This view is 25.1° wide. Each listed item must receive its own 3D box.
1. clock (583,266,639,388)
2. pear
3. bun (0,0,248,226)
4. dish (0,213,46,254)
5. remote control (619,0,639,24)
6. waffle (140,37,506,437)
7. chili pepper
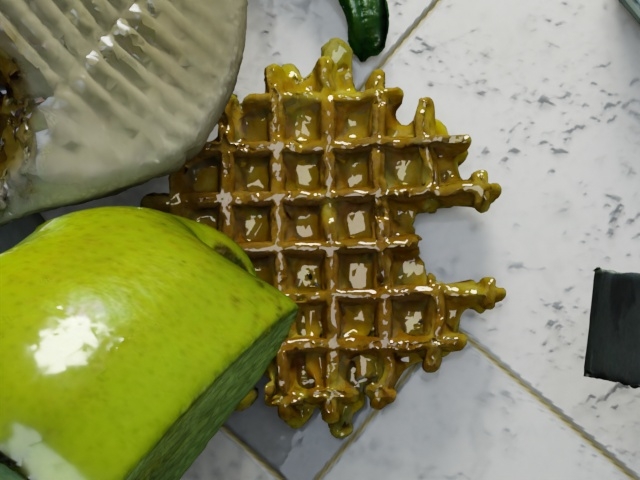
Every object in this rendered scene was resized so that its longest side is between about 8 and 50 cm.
[{"bbox_3d":[0.293,0.076,0.770,0.313,0.312,0.061,12,87,6],"label":"clock"},{"bbox_3d":[-0.135,0.075,0.797,0.159,0.292,0.292,41,85,8],"label":"pear"},{"bbox_3d":[-0.186,-0.149,0.892,0.282,0.205,0.281,2,86,-31],"label":"bun"},{"bbox_3d":[-0.302,0.056,0.904,0.273,0.134,0.273,-1,81,5],"label":"dish"},{"bbox_3d":[0.281,-0.129,0.932,0.104,0.052,0.247,-35,79,-3],"label":"remote control"},{"bbox_3d":[0.000,0.000,0.932,0.231,0.051,0.228,-43,81,-3],"label":"waffle"},{"bbox_3d":[-0.017,-0.200,0.968,0.182,0.050,0.073,36,78,6],"label":"chili pepper"}]
